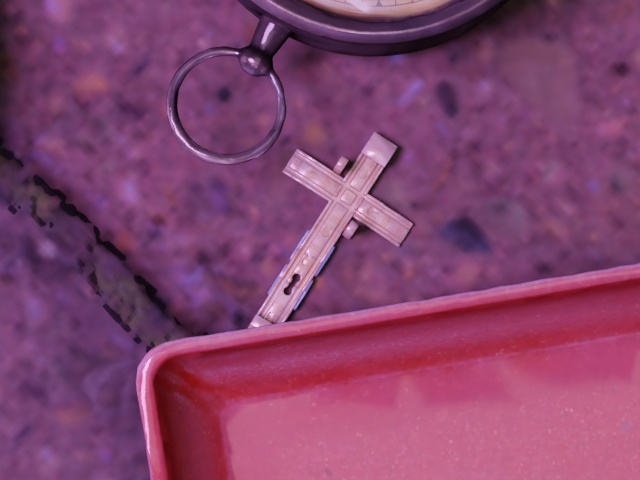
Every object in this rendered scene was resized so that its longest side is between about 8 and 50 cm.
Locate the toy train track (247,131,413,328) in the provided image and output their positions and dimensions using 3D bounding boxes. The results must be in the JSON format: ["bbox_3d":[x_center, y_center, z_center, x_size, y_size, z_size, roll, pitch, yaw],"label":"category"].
[{"bbox_3d":[0.000,0.000,0.656,0.048,0.014,0.083,33,88,0],"label":"toy train track"}]

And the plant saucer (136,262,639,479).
[{"bbox_3d":[0.087,0.141,0.636,0.259,0.048,0.258,-10,88,-1],"label":"plant saucer"}]

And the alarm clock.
[{"bbox_3d":[0.007,-0.110,0.636,0.129,0.064,0.192,31,85,0],"label":"alarm clock"}]
